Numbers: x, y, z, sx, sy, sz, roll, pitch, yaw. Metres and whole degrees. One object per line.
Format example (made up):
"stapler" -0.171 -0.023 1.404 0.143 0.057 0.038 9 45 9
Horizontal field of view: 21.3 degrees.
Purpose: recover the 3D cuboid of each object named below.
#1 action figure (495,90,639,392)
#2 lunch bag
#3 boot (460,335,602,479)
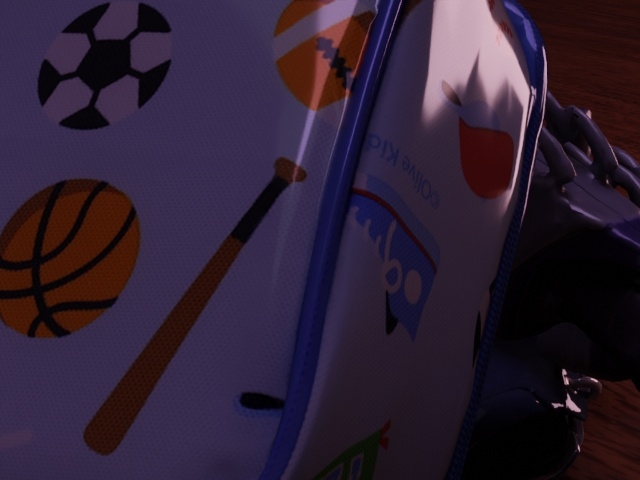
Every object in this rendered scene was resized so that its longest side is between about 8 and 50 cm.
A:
"action figure" 0.136 0.050 0.470 0.185 0.099 0.285 2 29 -47
"lunch bag" -0.103 0.001 0.462 0.303 0.243 0.115 2 -27 26
"boot" 0.075 0.053 0.621 0.190 0.069 0.086 -19 33 -39
